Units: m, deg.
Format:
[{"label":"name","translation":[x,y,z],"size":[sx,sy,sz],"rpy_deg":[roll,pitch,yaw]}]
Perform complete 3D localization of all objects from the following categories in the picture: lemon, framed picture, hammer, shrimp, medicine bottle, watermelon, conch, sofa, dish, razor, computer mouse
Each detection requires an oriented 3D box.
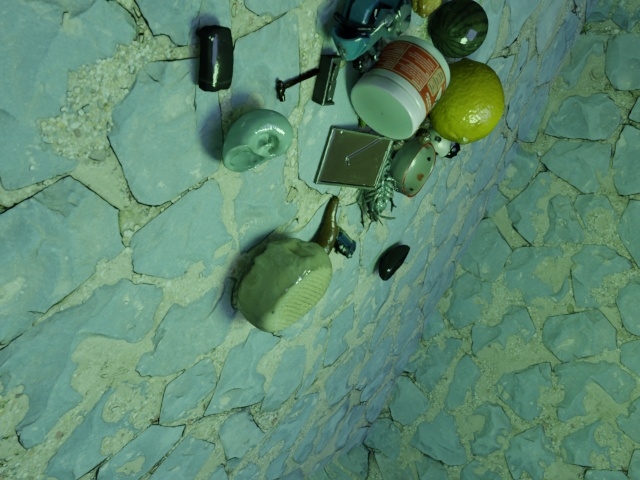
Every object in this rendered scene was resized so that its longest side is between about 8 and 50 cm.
[{"label":"lemon","translation":[0.588,-0.562,2.065],"size":[0.336,0.336,0.336],"rpy_deg":[-37,144,-33]},{"label":"framed picture","translation":[0.125,-0.289,1.829],"size":[0.289,0.016,0.213],"rpy_deg":[1,117,-36]},{"label":"hammer","translation":[-0.063,-0.463,1.475],"size":[0.178,0.021,0.065],"rpy_deg":[-40,146,-35]},{"label":"shrimp","translation":[0.245,-0.225,2.037],"size":[0.221,0.166,0.410],"rpy_deg":[-6,113,-15]},{"label":"medicine bottle","translation":[0.266,-0.507,1.685],"size":[0.241,0.252,0.252],"rpy_deg":[-53,150,-14]},{"label":"watermelon","translation":[0.511,-0.780,1.869],"size":[0.212,0.212,0.212],"rpy_deg":[-37,144,-33]},{"label":"conch","translation":[-0.178,-0.268,1.372],"size":[0.221,0.121,0.185],"rpy_deg":[-20,136,-39]},{"label":"sofa","translation":[0.034,-0.490,1.552],"size":[0.085,0.060,0.147],"rpy_deg":[-22,134,-48]},{"label":"dish","translation":[0.381,-0.320,2.178],"size":[0.256,0.117,0.256],"rpy_deg":[-36,144,-33]},{"label":"razor","translation":[-0.244,-0.427,1.192],"size":[0.090,0.054,0.148],"rpy_deg":[-33,142,-44]},{"label":"computer mouse","translation":[0.359,0.105,2.567],"size":[0.270,0.086,0.137],"rpy_deg":[-37,153,-48]}]

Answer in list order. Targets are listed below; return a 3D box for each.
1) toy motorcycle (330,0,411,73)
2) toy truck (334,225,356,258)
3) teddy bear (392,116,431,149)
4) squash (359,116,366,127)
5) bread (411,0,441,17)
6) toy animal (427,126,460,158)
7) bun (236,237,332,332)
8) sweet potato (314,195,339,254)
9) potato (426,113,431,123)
[{"label":"toy motorcycle","translation":[0.151,-0.678,1.440],"size":[0.232,0.172,0.416],"rpy_deg":[-27,143,-50]},{"label":"toy truck","translation":[0.083,0.004,2.078],"size":[0.088,0.074,0.202],"rpy_deg":[-64,151,-10]},{"label":"teddy bear","translation":[0.335,-0.460,1.975],"size":[0.190,0.177,0.140],"rpy_deg":[65,16,-57]},{"label":"squash","translation":[0.152,-0.440,1.810],"size":[0.027,0.027,0.083],"rpy_deg":[-41,146,-29]},{"label":"bread","translation":[0.346,-0.851,1.672],"size":[0.114,0.083,0.211],"rpy_deg":[-43,147,-16]},{"label":"toy animal","translation":[0.524,-0.441,2.269],"size":[0.179,0.166,0.138],"rpy_deg":[-6,121,-41]},{"label":"bun","translation":[-0.129,0.140,1.743],"size":[0.360,0.211,0.359],"rpy_deg":[-36,152,-22]},{"label":"sweet potato","translation":[0.006,0.000,1.939],"size":[0.108,0.079,0.346],"rpy_deg":[32,86,-43]},{"label":"potato","translation":[0.429,-0.512,2.143],"size":[0.119,0.054,0.198],"rpy_deg":[-59,151,-5]}]
